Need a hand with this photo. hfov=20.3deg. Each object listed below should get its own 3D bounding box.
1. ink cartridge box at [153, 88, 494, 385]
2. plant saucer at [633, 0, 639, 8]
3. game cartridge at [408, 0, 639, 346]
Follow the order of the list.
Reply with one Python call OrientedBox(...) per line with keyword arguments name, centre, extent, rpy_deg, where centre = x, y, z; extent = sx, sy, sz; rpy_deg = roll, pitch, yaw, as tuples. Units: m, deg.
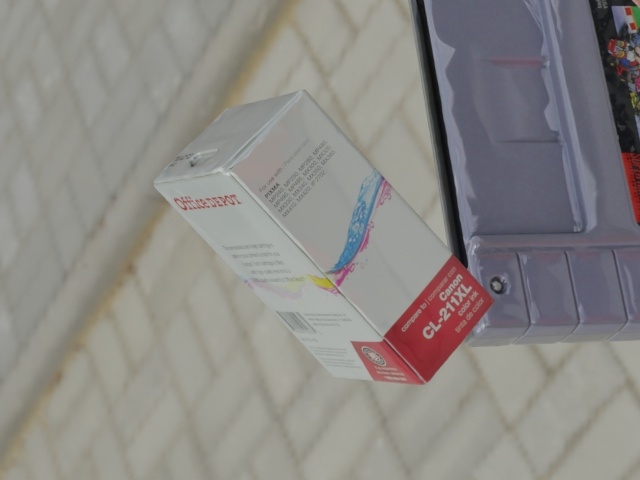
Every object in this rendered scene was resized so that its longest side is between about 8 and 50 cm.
OrientedBox(name="ink cartridge box", centre=(0.000, 0.000, 1.065), extent=(0.072, 0.175, 0.127), rpy_deg=(-48, 17, -18))
OrientedBox(name="plant saucer", centre=(0.115, -0.236, 0.508), extent=(0.259, 0.258, 0.048), rpy_deg=(-40, 10, 27))
OrientedBox(name="game cartridge", centre=(0.193, -0.097, 1.334), extent=(0.068, 0.230, 0.355), rpy_deg=(114, 150, -65))
